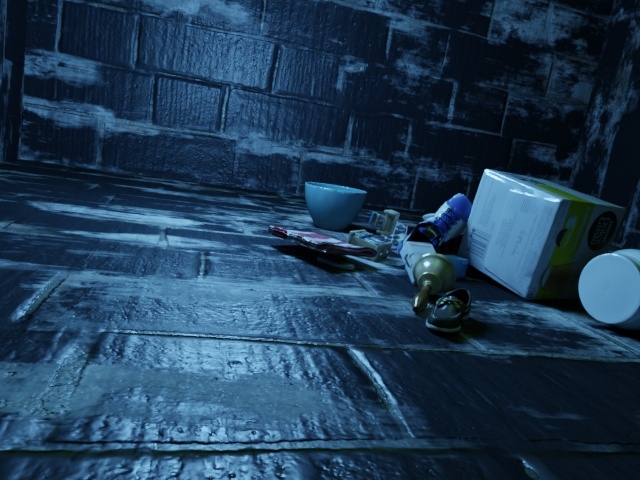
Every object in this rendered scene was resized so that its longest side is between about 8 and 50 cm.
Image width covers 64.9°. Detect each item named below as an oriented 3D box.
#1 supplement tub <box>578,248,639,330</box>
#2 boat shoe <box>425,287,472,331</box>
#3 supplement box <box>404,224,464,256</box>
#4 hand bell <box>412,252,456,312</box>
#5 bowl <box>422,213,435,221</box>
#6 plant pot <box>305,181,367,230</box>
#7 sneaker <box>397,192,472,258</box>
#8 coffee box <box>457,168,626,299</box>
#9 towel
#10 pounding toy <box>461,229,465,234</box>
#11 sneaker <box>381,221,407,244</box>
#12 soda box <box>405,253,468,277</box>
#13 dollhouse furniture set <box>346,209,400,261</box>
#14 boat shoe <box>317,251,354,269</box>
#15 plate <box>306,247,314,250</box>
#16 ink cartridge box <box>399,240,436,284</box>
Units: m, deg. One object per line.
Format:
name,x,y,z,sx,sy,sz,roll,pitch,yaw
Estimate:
supplement tub,0.926,0.141,1.429,0.317,0.228,0.228,5,11,-24
boat shoe,0.312,0.165,1.212,0.081,0.068,0.228,14,11,26
supplement box,0.436,0.023,1.911,0.240,0.130,0.073,11,7,7
hand bell,0.282,0.131,1.347,0.126,0.126,0.242,13,22,19
bowl,0.581,-0.021,2.175,0.298,0.134,0.298,10,-6,1
plant pot,0.058,-0.154,2.358,0.291,0.195,0.290,9,11,-2
sneaker,0.417,-0.035,1.777,0.127,0.316,0.182,51,0,5
coffee box,0.743,-0.022,1.727,0.335,0.337,0.338,4,20,-28
towel,0.000,0.000,1.726,0.237,0.037,0.329,7,7,-43
pounding toy,0.596,-0.012,2.000,0.094,0.205,0.181,24,-2,-41
sneaker,0.374,-0.010,2.206,0.110,0.107,0.275,26,1,-43
soda box,0.399,0.084,1.726,0.210,0.067,0.071,5,11,-25
dollhouse furniture set,0.199,-0.038,1.832,0.129,0.183,0.129,26,16,24
boat shoe,0.049,0.061,1.623,0.142,0.040,0.049,16,12,34
plate,0.002,0.019,1.856,0.188,0.024,0.188,8,11,-2
ink cartridge box,0.320,0.073,1.581,0.099,0.056,0.135,5,44,-21
